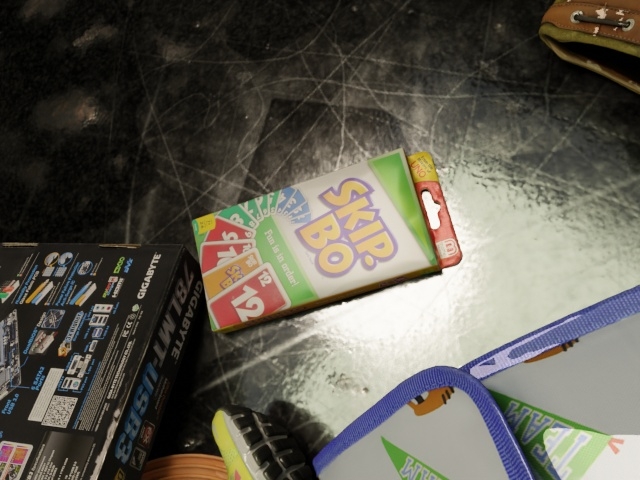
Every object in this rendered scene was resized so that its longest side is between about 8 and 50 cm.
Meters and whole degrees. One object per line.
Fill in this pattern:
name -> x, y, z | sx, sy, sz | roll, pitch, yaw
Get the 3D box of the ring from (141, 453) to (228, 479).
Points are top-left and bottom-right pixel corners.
ring -> -0.118, 0.373, 0.532 | 0.336, 0.032, 0.337 | -4, 76, 16

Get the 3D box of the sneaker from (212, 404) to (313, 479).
sneaker -> -0.045, 0.237, 0.484 | 0.094, 0.081, 0.208 | -40, 66, 11

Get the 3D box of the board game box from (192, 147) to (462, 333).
board game box -> 0.000, 0.000, 0.583 | 0.259, 0.039, 0.124 | -17, 73, 11

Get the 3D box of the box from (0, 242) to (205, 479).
box -> -0.291, 0.138, 0.573 | 0.293, 0.073, 0.296 | -1, 55, 19

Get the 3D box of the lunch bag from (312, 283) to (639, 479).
lunch bag -> 0.196, 0.216, 0.334 | 0.385, 0.239, 0.328 | -26, 52, 14

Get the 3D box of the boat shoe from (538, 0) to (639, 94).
boat shoe -> 0.324, -0.131, 0.475 | 0.104, 0.110, 0.307 | -47, 58, 7
